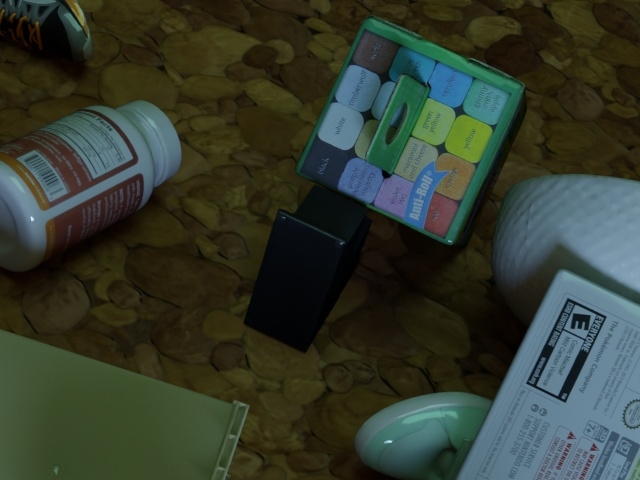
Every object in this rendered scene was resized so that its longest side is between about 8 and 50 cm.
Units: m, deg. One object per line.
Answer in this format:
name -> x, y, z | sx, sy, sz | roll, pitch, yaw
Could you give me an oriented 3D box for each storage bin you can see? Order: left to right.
storage bin -> -0.219, 0.218, 1.189 | 0.262, 0.123, 0.260 | 18, 42, 0

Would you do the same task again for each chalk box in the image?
chalk box -> 0.098, -0.107, 1.510 | 0.179, 0.180, 0.289 | 25, 4, 7

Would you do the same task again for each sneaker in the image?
sneaker -> -0.347, -0.263, 1.704 | 0.215, 0.084, 0.083 | 36, 57, 24
sneaker -> 0.161, 0.225, 1.332 | 0.256, 0.094, 0.151 | 9, 36, -14

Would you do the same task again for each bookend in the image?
bookend -> 0.000, 0.000, 1.476 | 0.072, 0.157, 0.156 | 25, 42, 7

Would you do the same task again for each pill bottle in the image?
pill bottle -> -0.247, -0.063, 1.484 | 0.121, 0.121, 0.216 | 38, 44, 21

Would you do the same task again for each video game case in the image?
video game case -> 0.269, 0.233, 1.261 | 0.300, 0.036, 0.329 | 26, 82, 9

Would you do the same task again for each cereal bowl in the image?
cereal bowl -> 0.320, 0.068, 1.434 | 0.339, 0.339, 0.141 | 19, 76, 1
